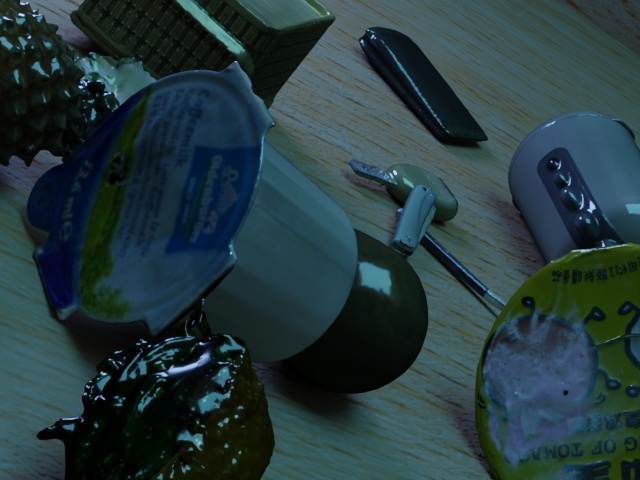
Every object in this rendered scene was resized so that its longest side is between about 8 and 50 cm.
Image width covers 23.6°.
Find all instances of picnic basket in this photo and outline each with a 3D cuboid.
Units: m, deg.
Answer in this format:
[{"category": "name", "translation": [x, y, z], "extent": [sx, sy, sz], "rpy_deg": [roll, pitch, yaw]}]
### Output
[{"category": "picnic basket", "translation": [-0.149, -0.273, 1.922], "extent": [0.228, 0.175, 0.313], "rpy_deg": [41, 18, 4]}]

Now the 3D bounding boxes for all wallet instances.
[{"category": "wallet", "translation": [0.173, -0.253, 2.549], "extent": [0.245, 0.052, 0.168], "rpy_deg": [54, 26, 21]}]

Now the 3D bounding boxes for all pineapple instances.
[{"category": "pineapple", "translation": [-0.267, -0.136, 1.485], "extent": [0.361, 0.175, 0.175], "rpy_deg": [21, 28, -36]}]

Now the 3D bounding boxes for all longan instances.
[{"category": "longan", "translation": [0.019, 0.068, 1.548], "extent": [0.167, 0.167, 0.187], "rpy_deg": [15, 28, -45]}]

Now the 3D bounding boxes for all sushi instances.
[{"category": "sushi", "translation": [-0.136, 0.173, 1.143], "extent": [0.140, 0.149, 0.287], "rpy_deg": [59, 43, -22]}]

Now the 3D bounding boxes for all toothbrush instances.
[{"category": "toothbrush", "translation": [0.204, 0.057, 2.042], "extent": [0.288, 0.026, 0.024], "rpy_deg": [44, 22, 14]}]

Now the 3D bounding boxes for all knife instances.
[{"category": "knife", "translation": [0.127, -0.026, 2.038], "extent": [0.044, 0.023, 0.162], "rpy_deg": [36, 33, -7]}]

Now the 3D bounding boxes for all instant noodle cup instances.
[{"category": "instant noodle cup", "translation": [0.368, 0.185, 1.709], "extent": [0.254, 0.325, 0.325], "rpy_deg": [22, 27, -55]}]

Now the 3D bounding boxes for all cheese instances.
[{"category": "cheese", "translation": [0.110, -0.081, 2.131], "extent": [0.192, 0.037, 0.097], "rpy_deg": [18, 29, -43]}]

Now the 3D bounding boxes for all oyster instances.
[{"category": "oyster", "translation": [-0.214, -0.150, 1.729], "extent": [0.209, 0.072, 0.133], "rpy_deg": [31, 29, 30]}]

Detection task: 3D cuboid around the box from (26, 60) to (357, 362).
[{"category": "box", "translation": [-0.110, 0.005, 1.428], "extent": [0.206, 0.291, 0.262], "rpy_deg": [35, 60, -43]}]

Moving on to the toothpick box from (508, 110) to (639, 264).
[{"category": "toothpick box", "translation": [0.414, -0.036, 2.291], "extent": [0.229, 0.229, 0.316], "rpy_deg": [27, 28, -29]}]
